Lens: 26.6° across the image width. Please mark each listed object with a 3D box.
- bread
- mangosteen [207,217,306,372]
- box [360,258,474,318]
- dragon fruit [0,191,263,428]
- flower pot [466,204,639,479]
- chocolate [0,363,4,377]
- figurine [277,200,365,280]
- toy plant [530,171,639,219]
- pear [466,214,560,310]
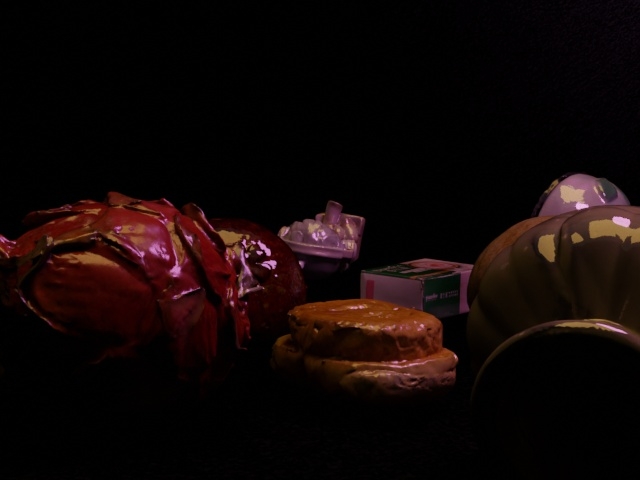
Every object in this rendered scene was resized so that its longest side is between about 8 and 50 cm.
[{"bbox_3d":[0.058,0.145,1.716,0.198,0.120,0.236,-3,9,-40],"label":"bread"},{"bbox_3d":[-0.137,0.087,1.838,0.215,0.215,0.257,-3,-25,-26],"label":"mangosteen"},{"bbox_3d":[0.178,0.084,2.317,0.135,0.081,0.199,8,8,38],"label":"box"},{"bbox_3d":[-0.231,0.081,1.573,0.342,0.278,0.277,-10,13,-29],"label":"dragon fruit"},{"bbox_3d":[0.284,0.134,1.359,0.307,0.308,0.244,5,25,21],"label":"flower pot"},{"bbox_3d":[-0.527,0.144,1.614,0.309,0.134,0.134,1,8,-24],"label":"chocolate"},{"bbox_3d":[-0.001,0.004,2.616,0.162,0.141,0.236,10,11,23],"label":"figurine"},{"bbox_3d":[0.568,0.016,2.448,0.247,0.247,0.332,-6,18,-42],"label":"toy plant"},{"bbox_3d":[0.319,0.073,1.977,0.211,0.228,0.188,-20,54,-19],"label":"pear"}]
